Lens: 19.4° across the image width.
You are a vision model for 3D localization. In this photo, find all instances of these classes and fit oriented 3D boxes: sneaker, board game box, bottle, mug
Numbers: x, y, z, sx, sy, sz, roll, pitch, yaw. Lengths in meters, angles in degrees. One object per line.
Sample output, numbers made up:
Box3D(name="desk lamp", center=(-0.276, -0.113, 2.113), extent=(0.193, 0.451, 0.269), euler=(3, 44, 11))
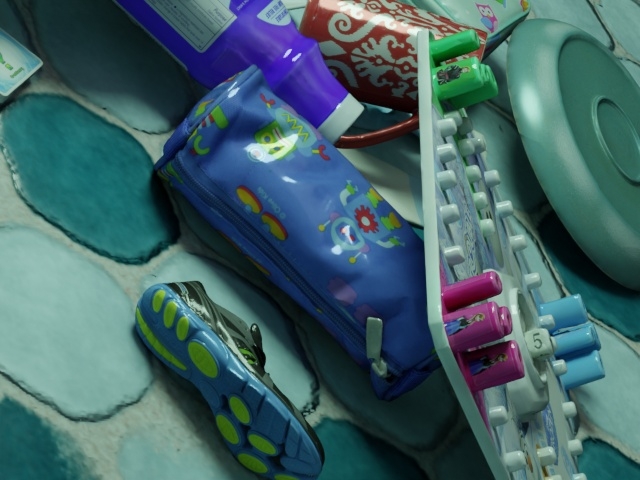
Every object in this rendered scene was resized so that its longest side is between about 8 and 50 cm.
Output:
Box3D(name="sneaker", center=(-0.057, 0.099, 1.384), extent=(0.188, 0.067, 0.078), euler=(49, 37, 13))
Box3D(name="board game box", center=(0.168, 0.078, 1.500), extent=(0.390, 0.050, 0.390), euler=(-88, 157, -51))
Box3D(name="bottle", center=(-0.085, -0.187, 1.614), extent=(0.283, 0.092, 0.118), euler=(44, 26, -3))
Box3D(name="mug", center=(0.059, -0.158, 1.757), extent=(0.169, 0.150, 0.113), euler=(16, 13, 1))

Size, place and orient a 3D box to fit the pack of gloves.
Box3D(name="pack of gloves", center=(0.105, -0.085, 1.821), extent=(0.232, 0.046, 0.195), euler=(20, 37, -34))

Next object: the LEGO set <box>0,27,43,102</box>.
Box3D(name="LEGO set", center=(-0.321, -0.155, 1.393), extent=(0.182, 0.060, 0.244), euler=(39, 31, -2))

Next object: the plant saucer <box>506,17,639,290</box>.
Box3D(name="plant saucer", center=(0.304, -0.101, 1.990), extent=(0.317, 0.043, 0.318), euler=(36, 40, -38))

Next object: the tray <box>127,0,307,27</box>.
Box3D(name="tray", center=(-0.128, -0.253, 1.763), extent=(0.145, 0.030, 0.270), euler=(50, 31, 12))

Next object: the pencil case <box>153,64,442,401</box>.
Box3D(name="pencil case", center=(0.000, 0.000, 1.521), extent=(0.306, 0.119, 0.133), euler=(46, 34, 3))

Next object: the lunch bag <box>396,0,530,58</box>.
Box3D(name="lunch bag", center=(0.079, -0.294, 1.981), extent=(0.279, 0.108, 0.224), euler=(45, 32, 2))
